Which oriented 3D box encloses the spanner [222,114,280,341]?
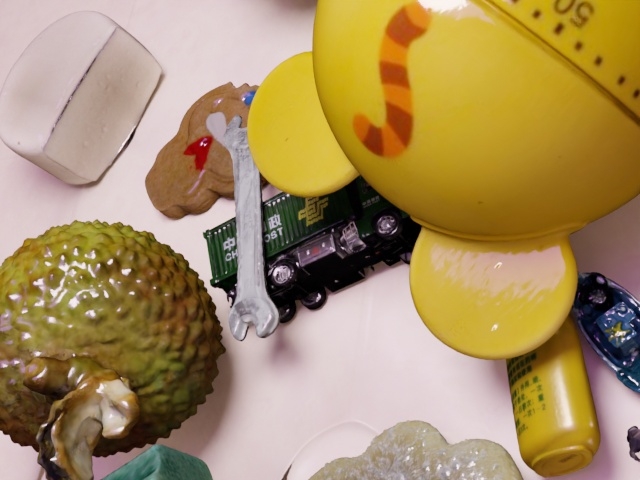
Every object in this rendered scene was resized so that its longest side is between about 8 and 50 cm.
[{"bbox_3d":[-0.082,-0.026,0.909,0.071,0.017,0.301,-19,58,25],"label":"spanner"}]

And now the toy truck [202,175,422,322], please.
[{"bbox_3d":[0.000,0.000,0.910,0.259,0.088,0.121,-26,55,18],"label":"toy truck"}]

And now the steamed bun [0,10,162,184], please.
[{"bbox_3d":[-0.368,-0.216,1.198,0.164,0.146,0.241,21,79,33],"label":"steamed bun"}]

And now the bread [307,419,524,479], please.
[{"bbox_3d":[0.094,0.260,0.709,0.207,0.056,0.286,-50,41,-7],"label":"bread"}]

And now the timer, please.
[{"bbox_3d":[0.138,-0.135,0.715,0.387,0.376,0.376,-55,50,15],"label":"timer"}]

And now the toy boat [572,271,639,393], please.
[{"bbox_3d":[0.272,0.081,0.723,0.060,0.061,0.137,-35,52,10],"label":"toy boat"}]

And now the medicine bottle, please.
[{"bbox_3d":[0.203,0.083,0.752,0.064,0.095,0.260,5,54,-8],"label":"medicine bottle"}]

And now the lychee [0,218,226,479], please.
[{"bbox_3d":[-0.242,0.107,0.865,0.270,0.320,0.269,0,83,-1],"label":"lychee"}]

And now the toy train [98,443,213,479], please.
[{"bbox_3d":[-0.118,0.338,0.706,0.167,0.238,0.299,-34,54,7],"label":"toy train"}]

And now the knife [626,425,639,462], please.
[{"bbox_3d":[0.415,0.094,0.632,0.365,0.089,0.043,-31,97,9],"label":"knife"}]

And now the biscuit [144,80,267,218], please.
[{"bbox_3d":[-0.101,-0.143,1.072,0.320,0.047,0.183,-16,61,21],"label":"biscuit"}]
